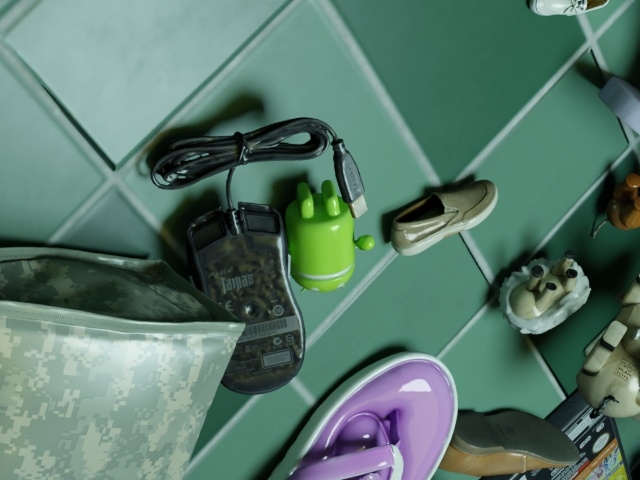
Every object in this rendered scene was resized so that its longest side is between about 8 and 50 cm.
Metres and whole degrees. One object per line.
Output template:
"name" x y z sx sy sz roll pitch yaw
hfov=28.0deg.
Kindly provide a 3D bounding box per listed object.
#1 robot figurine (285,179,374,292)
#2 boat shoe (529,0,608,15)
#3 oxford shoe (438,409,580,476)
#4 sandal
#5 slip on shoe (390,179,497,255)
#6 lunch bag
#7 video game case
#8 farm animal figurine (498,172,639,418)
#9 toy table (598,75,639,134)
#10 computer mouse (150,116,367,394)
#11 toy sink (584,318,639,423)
"robot figurine" 0.000 0.000 1.256 0.101 0.067 0.115 -6 121 -6
"boat shoe" 0.266 -0.254 1.359 0.100 0.035 0.035 -10 119 -36
"oxford shoe" 0.228 0.259 1.590 0.212 0.076 0.076 10 127 -30
"sandal" 0.011 0.299 1.381 0.416 0.102 0.169 -45 117 -10
"slip on shoe" 0.131 -0.033 1.361 0.135 0.051 0.041 -28 131 -16
"lunch bag" -0.243 0.133 1.058 0.287 0.169 0.235 8 108 -47
"video game case" 0.303 0.353 1.725 0.275 0.035 0.248 -40 132 -17
"farm animal figurine" 0.416 0.101 1.513 0.327 0.330 0.172 -35 160 -23
"toy table" 0.452 -0.158 1.440 0.161 0.252 0.274 -51 148 17
"computer mouse" -0.041 0.006 1.198 0.184 0.060 0.262 -18 111 -7
"toy sink" 0.486 0.130 1.672 0.234 0.153 0.131 -41 132 -13
